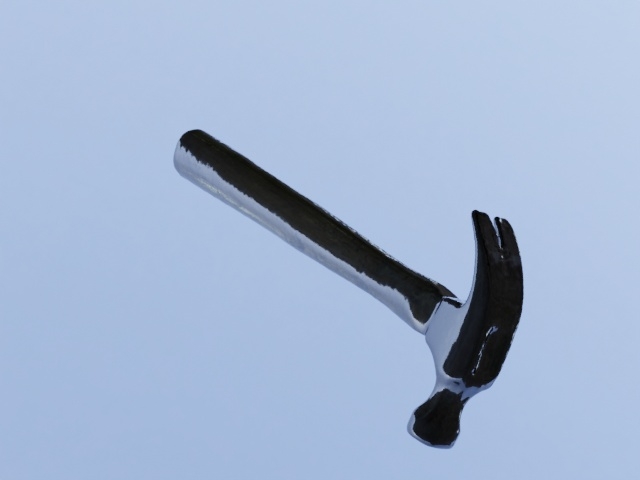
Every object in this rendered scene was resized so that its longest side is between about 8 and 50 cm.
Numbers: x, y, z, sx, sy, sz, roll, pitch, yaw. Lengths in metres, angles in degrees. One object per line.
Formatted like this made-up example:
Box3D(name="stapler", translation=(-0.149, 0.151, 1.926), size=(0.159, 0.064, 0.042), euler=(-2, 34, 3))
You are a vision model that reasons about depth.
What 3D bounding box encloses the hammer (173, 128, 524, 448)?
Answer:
Box3D(name="hammer", translation=(0.000, 0.000, 1.237), size=(0.044, 0.168, 0.440), euler=(19, -172, -41))
